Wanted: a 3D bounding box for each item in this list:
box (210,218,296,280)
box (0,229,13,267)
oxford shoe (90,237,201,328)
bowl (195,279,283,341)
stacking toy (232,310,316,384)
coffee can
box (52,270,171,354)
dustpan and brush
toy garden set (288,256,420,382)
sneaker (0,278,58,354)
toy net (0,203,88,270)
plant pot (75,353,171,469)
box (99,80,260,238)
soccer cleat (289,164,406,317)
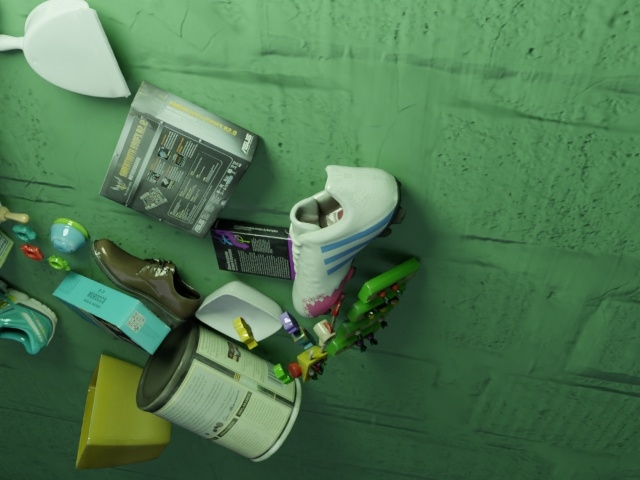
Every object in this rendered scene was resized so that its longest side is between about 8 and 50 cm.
[{"bbox_3d":[-0.102,0.017,1.303,0.162,0.029,0.116,7,142,7],"label":"box"},{"bbox_3d":[-0.731,-0.019,1.385,0.213,0.117,0.243,-5,138,23],"label":"box"},{"bbox_3d":[-0.313,0.058,1.400,0.227,0.083,0.096,38,110,-21],"label":"oxford shoe"},{"bbox_3d":[-0.149,0.130,1.444,0.142,0.053,0.142,32,139,-23],"label":"bowl"},{"bbox_3d":[-0.040,0.169,1.405,0.166,0.052,0.221,-31,139,3],"label":"stacking toy"},{"bbox_3d":[-0.206,0.307,1.567,0.275,0.202,0.201,33,139,-23],"label":"coffee can"},{"bbox_3d":[-0.397,0.134,1.444,0.244,0.060,0.100,15,153,43],"label":"box"},{"bbox_3d":[-0.367,-0.257,1.020,0.211,0.060,0.147,-2,139,9],"label":"dustpan and brush"},{"bbox_3d":[0.058,0.149,1.294,0.049,0.203,0.244,53,149,20],"label":"toy garden set"},{"bbox_3d":[-0.682,0.144,1.585,0.275,0.110,0.107,30,140,-20],"label":"sneaker"},{"bbox_3d":[-0.540,-0.029,1.374,0.232,0.045,0.122,30,142,-18],"label":"toy net"},{"bbox_3d":[-0.453,0.416,1.800,0.187,0.212,0.212,12,145,-18],"label":"plant pot"},{"bbox_3d":[-0.217,-0.111,1.150,0.183,0.056,0.231,24,142,-12],"label":"box"},{"bbox_3d":[0.000,0.000,1.171,0.143,0.116,0.331,12,138,-22],"label":"soccer cleat"}]
